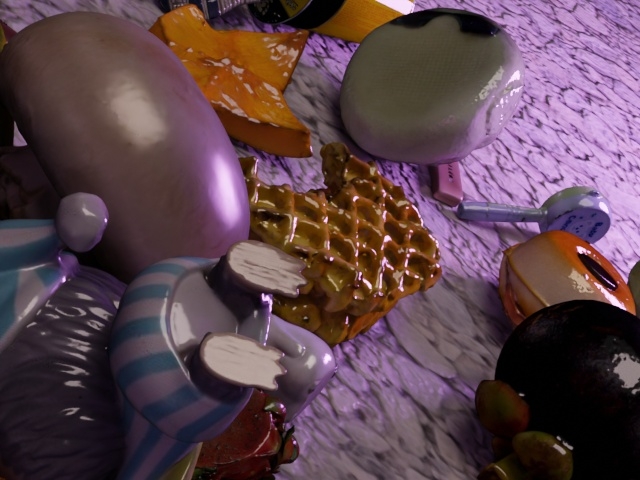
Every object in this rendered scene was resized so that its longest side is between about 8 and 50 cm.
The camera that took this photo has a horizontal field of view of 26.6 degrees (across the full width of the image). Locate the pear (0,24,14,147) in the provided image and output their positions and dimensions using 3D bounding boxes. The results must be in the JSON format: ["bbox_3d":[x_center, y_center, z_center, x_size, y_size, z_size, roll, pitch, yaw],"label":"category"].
[{"bbox_3d":[-0.493,-0.195,1.509,0.399,0.165,0.398,24,37,-19],"label":"pear"}]

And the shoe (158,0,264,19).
[{"bbox_3d":[-0.165,-0.396,2.108,0.207,0.091,0.106,-19,17,-33],"label":"shoe"}]

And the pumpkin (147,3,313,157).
[{"bbox_3d":[-0.145,-0.239,1.934,0.290,0.095,0.258,15,44,-24],"label":"pumpkin"}]

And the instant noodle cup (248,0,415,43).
[{"bbox_3d":[0.027,-0.423,2.222,0.236,0.215,0.215,15,40,-41],"label":"instant noodle cup"}]

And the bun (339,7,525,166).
[{"bbox_3d":[0.181,-0.214,2.105,0.187,0.293,0.293,57,14,-46],"label":"bun"}]

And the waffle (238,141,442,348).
[{"bbox_3d":[0.000,0.000,1.747,0.324,0.151,0.261,-16,58,-48],"label":"waffle"}]

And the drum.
[{"bbox_3d":[0.348,-0.050,2.122,0.253,0.130,0.049,15,44,-30],"label":"drum"}]

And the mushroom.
[{"bbox_3d":[-0.245,-0.063,1.467,0.295,0.362,0.362,-27,63,-11],"label":"mushroom"}]

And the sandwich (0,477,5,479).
[{"bbox_3d":[-0.340,0.223,1.196,0.079,0.159,0.235,-40,105,-33],"label":"sandwich"}]

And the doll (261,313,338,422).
[{"bbox_3d":[-0.070,0.127,1.566,0.181,0.110,0.107,34,33,-1],"label":"doll"}]

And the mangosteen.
[{"bbox_3d":[0.321,0.225,1.709,0.302,0.275,0.275,-33,71,-19],"label":"mangosteen"}]

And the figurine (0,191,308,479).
[{"bbox_3d":[-0.262,0.093,1.219,0.378,0.361,0.266,22,50,-16],"label":"figurine"}]

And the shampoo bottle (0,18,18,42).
[{"bbox_3d":[-0.479,-0.295,1.730,0.236,0.068,0.067,38,34,-3],"label":"shampoo bottle"}]

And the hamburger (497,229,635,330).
[{"bbox_3d":[0.354,0.084,1.963,0.237,0.147,0.237,35,25,-19],"label":"hamburger"}]

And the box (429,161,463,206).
[{"bbox_3d":[0.198,-0.102,2.141,0.048,0.025,0.115,25,36,-20],"label":"box"}]

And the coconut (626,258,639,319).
[{"bbox_3d":[0.573,0.093,2.100,0.236,0.235,0.204,25,2,-18],"label":"coconut"}]

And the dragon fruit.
[{"bbox_3d":[-0.092,0.217,1.447,0.175,0.142,0.138,47,50,-42],"label":"dragon fruit"}]
